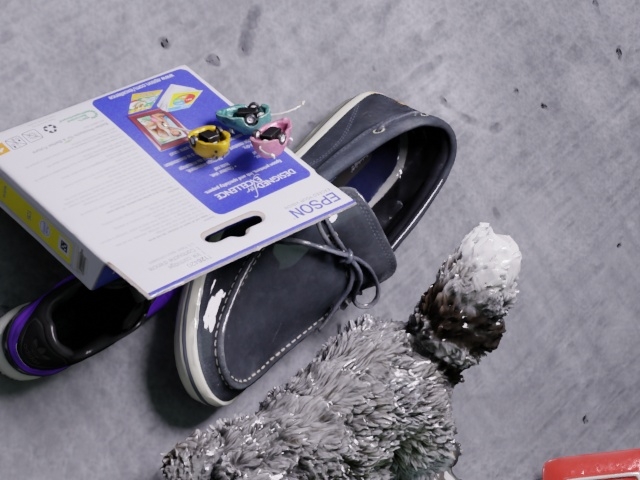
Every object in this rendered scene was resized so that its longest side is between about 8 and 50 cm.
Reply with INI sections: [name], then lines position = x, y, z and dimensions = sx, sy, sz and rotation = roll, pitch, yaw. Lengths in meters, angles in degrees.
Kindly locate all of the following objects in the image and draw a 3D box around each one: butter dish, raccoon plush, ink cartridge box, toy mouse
[butter dish]
position = 0.383, 0.366, 2.178
dimensions = 0.160, 0.118, 0.160
rotation = -8, 80, 8
[raccoon plush]
position = 0.005, 0.163, 1.807
dimensions = 0.299, 0.216, 0.446
rotation = -8, 125, -48
[ink cartridge box]
position = -0.174, -0.055, 1.797
dimensions = 0.304, 0.072, 0.307
rotation = -25, 54, -38
[toy mouse]
position = -0.073, -0.120, 1.808
dimensions = 0.143, 0.161, 0.031
rotation = -26, 123, -32

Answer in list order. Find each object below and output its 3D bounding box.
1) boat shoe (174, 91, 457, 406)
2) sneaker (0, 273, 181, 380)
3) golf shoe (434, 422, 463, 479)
[boat shoe]
position = 0.000, 0.000, 1.939
dimensions = 0.500, 0.156, 0.186
rotation = -50, 132, -33
[sneaker]
position = -0.218, 0.057, 1.797
dimensions = 0.293, 0.146, 0.102
rotation = -40, 103, -34
[golf shoe]
position = 0.141, 0.318, 2.047
dimensions = 0.094, 0.077, 0.198
rotation = -15, 86, -19
